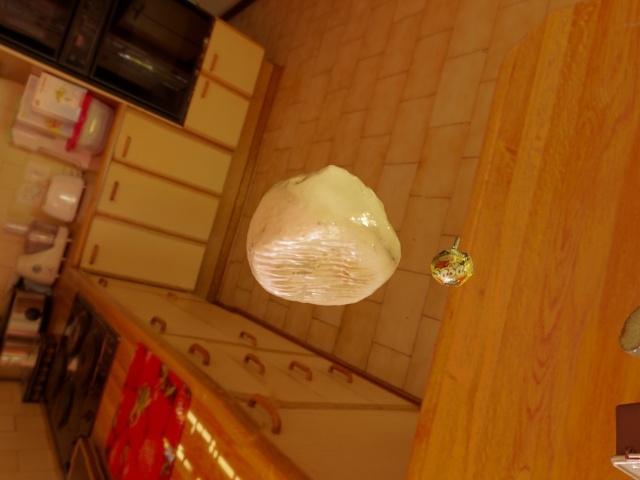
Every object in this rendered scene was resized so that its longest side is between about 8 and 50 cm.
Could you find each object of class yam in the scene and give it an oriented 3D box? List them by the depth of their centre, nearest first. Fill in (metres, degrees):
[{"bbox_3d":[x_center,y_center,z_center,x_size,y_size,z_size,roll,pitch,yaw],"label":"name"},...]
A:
[{"bbox_3d":[0.956,0.273,1.119,0.161,0.268,0.161,20,-90,-87],"label":"yam"}]

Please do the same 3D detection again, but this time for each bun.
[{"bbox_3d":[0.000,0.000,0.933,0.326,0.362,0.235,-17,50,9],"label":"bun"}]

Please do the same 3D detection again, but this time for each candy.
[{"bbox_3d":[0.336,0.033,1.051,0.091,0.305,0.083,-3,104,24],"label":"candy"}]

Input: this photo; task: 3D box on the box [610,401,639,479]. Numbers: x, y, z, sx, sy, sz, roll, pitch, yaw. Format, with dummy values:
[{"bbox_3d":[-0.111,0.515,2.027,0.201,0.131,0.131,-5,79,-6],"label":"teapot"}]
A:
[{"bbox_3d":[0.911,0.541,1.085,0.193,0.294,0.168,-44,18,51],"label":"box"}]
